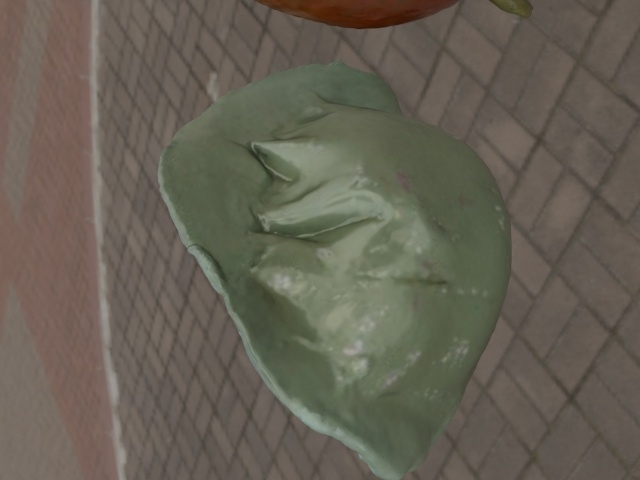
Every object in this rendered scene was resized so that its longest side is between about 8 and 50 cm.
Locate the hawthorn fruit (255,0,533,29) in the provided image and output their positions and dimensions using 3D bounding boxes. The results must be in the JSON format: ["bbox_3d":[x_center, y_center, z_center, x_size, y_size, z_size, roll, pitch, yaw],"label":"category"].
[{"bbox_3d":[0.024,-0.198,0.492,0.199,0.251,0.199,-41,28,28],"label":"hawthorn fruit"}]

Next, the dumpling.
[{"bbox_3d":[0.016,0.018,0.775,0.320,0.270,0.211,-129,30,-50],"label":"dumpling"}]
